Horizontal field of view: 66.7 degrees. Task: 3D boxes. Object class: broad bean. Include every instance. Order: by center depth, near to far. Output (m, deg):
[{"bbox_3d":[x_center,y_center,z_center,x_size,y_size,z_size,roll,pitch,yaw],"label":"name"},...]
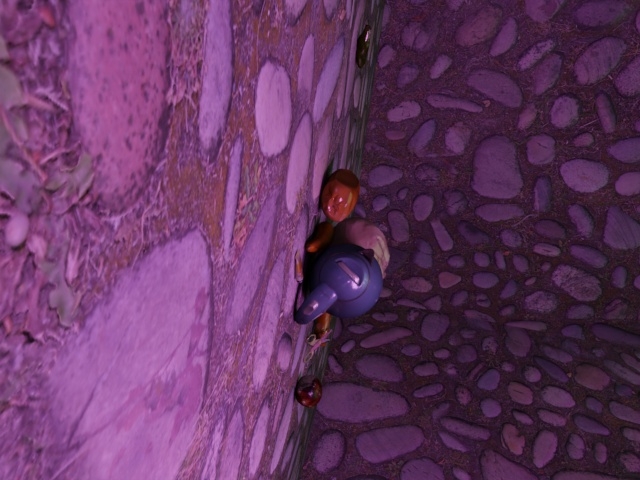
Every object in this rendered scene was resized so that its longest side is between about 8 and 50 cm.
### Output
[{"bbox_3d":[0.159,-0.722,1.844,0.195,0.046,0.061,98,-7,-67],"label":"broad bean"}]

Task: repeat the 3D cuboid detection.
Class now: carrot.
[{"bbox_3d":[0.000,0.000,1.523,0.271,0.062,0.066,-63,168,-66],"label":"carrot"}]

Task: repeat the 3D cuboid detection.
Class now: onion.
[{"bbox_3d":[-0.042,0.581,1.861,0.117,0.119,0.118,-39,145,-45],"label":"onion"}]

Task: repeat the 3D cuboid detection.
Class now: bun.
[{"bbox_3d":[0.122,0.086,1.868,0.326,0.235,0.362,-123,-130,-69],"label":"bun"}]

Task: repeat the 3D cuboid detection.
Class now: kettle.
[{"bbox_3d":[0.051,0.149,1.517,0.319,0.247,0.342,-45,172,-2],"label":"kettle"}]

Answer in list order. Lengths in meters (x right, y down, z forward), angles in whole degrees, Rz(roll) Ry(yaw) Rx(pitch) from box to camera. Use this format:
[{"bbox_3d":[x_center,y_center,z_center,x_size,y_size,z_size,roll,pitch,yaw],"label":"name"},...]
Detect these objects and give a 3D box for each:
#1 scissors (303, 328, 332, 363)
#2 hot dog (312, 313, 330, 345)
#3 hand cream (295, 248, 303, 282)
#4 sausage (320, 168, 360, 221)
[{"bbox_3d":[-0.009,0.423,2.011,0.187,0.020,0.133,-20,125,-53],"label":"scissors"},{"bbox_3d":[0.011,0.347,2.152,0.109,0.072,0.269,84,16,-63],"label":"hot dog"},{"bbox_3d":[-0.059,0.072,1.296,0.035,0.022,0.102,-65,160,-48],"label":"hand cream"},{"bbox_3d":[0.066,-0.154,1.602,0.241,0.120,0.136,-70,-177,-61],"label":"sausage"}]
